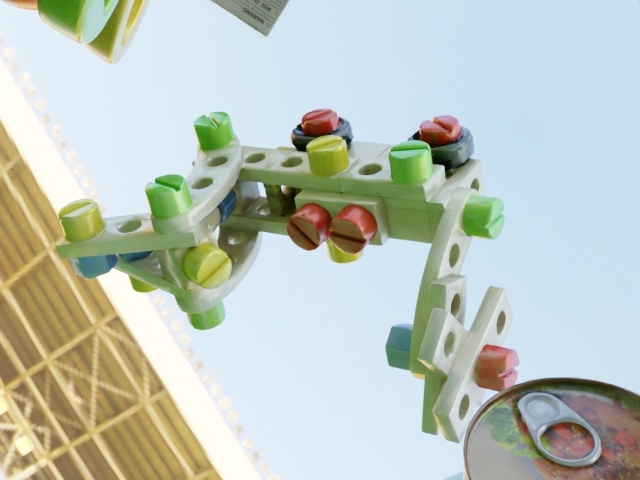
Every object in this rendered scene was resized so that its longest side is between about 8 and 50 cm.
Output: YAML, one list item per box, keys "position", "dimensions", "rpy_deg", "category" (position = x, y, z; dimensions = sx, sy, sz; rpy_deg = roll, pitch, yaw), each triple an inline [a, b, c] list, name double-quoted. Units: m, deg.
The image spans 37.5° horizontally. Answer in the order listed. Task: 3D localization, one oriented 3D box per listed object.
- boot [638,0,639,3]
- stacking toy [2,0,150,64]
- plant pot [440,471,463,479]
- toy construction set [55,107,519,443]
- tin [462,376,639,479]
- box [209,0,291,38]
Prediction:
- position: [0.173, -0.119, 0.405]
  dimensions: [0.207, 0.248, 0.090]
  rpy_deg: [39, -72, -6]
  category: "boot"
- position: [-0.153, -0.274, 0.609]
  dimensions: [0.130, 0.279, 0.309]
  rpy_deg: [22, -76, -8]
  category: "stacking toy"
- position: [0.156, 0.311, 0.816]
  dimensions: [0.195, 0.290, 0.290]
  rpy_deg: [-143, -144, -65]
  category: "plant pot"
- position: [0.000, 0.000, 0.667]
  dimensions: [0.327, 0.215, 0.151]
  rpy_deg: [22, -49, 22]
  category: "toy construction set"
- position: [0.129, 0.130, 0.382]
  dimensions: [0.190, 0.106, 0.040]
  rpy_deg: [-123, -150, -51]
  category: "tin"
- position: [-0.075, -0.274, 0.940]
  dimensions: [0.114, 0.203, 0.103]
  rpy_deg: [32, -83, -11]
  category: "box"
